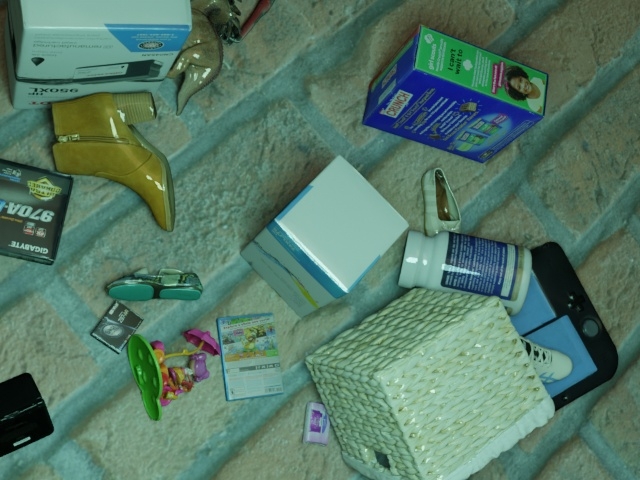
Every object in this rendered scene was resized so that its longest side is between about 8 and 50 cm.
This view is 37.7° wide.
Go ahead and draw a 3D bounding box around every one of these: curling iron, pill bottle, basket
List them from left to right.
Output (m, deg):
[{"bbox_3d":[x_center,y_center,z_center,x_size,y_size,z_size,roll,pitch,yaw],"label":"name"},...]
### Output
[{"bbox_3d":[-0.135,-0.532,2.079,0.068,0.035,0.274,42,66,-6],"label":"curling iron"},{"bbox_3d":[0.203,0.278,1.807,0.331,0.328,0.266,-28,103,-24],"label":"basket"},{"bbox_3d":[0.304,0.063,1.999,0.264,0.153,0.153,12,71,2],"label":"pill bottle"}]

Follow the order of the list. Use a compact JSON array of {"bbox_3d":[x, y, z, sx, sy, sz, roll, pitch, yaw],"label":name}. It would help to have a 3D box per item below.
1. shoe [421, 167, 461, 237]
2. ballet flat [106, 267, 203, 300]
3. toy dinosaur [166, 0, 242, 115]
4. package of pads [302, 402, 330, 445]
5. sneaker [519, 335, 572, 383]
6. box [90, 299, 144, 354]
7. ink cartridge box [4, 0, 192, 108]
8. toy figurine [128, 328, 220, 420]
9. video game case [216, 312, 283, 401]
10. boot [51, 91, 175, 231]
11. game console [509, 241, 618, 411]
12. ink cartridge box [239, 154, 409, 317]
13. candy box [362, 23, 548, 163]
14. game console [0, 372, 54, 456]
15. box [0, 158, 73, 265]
[{"bbox_3d":[0.271,-0.059,2.097,0.076,0.058,0.219,-7,79,-22],"label":"shoe"},{"bbox_3d":[-0.326,0.084,1.839,0.188,0.070,0.070,5,74,-21],"label":"ballet flat"},{"bbox_3d":[-0.247,-0.413,1.948,0.200,0.127,0.296,-2,86,-21],"label":"toy dinosaur"},{"bbox_3d":[-0.007,0.371,1.893,0.050,0.032,0.083,13,72,-20],"label":"package of pads"},{"bbox_3d":[0.441,0.249,2.010,0.237,0.086,0.085,16,66,-14],"label":"sneaker"},{"bbox_3d":[-0.391,0.167,1.807,0.067,0.018,0.083,37,67,-9],"label":"box"},{"bbox_3d":[-0.424,-0.384,1.736,0.285,0.395,0.166,-5,80,-22],"label":"ink cartridge box"},{"bbox_3d":[-0.265,0.240,1.798,0.159,0.130,0.173,-16,104,-33],"label":"toy figurine"},{"bbox_3d":[-0.142,0.234,1.888,0.119,0.015,0.166,-4,78,-21],"label":"video game case"},{"bbox_3d":[-0.409,-0.144,1.848,0.211,0.104,0.295,-11,103,-1],"label":"boot"},{"bbox_3d":[0.464,0.215,2.100,0.386,0.060,0.342,-23,85,-25],"label":"game console"},{"bbox_3d":[0.000,0.000,1.863,0.197,0.270,0.198,45,66,-3],"label":"ink cartridge box"},{"bbox_3d":[0.290,-0.311,2.055,0.317,0.268,0.122,15,67,-17],"label":"candy box"},{"bbox_3d":[-0.564,0.319,1.706,0.122,0.071,0.107,-23,115,-24],"label":"game console"},{"bbox_3d":[-0.595,-0.062,1.772,0.220,0.051,0.175,14,72,-17],"label":"box"}]
